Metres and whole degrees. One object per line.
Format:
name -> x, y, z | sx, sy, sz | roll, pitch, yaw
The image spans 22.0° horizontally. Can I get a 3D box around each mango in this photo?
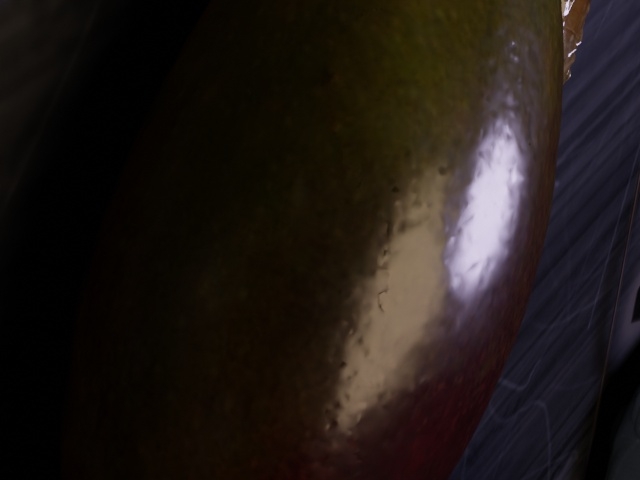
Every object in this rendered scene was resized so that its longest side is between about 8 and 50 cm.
mango -> 0.000, 0.000, 0.440 | 0.133, 0.111, 0.267 | 11, 97, -53

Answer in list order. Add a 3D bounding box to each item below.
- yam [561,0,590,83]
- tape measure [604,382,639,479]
yam -> 0.038, -0.030, 0.544 | 0.066, 0.066, 0.299 | 15, 97, -65
tape measure -> 0.241, 0.057, 0.993 | 0.164, 0.084, 0.330 | -35, 142, -52
